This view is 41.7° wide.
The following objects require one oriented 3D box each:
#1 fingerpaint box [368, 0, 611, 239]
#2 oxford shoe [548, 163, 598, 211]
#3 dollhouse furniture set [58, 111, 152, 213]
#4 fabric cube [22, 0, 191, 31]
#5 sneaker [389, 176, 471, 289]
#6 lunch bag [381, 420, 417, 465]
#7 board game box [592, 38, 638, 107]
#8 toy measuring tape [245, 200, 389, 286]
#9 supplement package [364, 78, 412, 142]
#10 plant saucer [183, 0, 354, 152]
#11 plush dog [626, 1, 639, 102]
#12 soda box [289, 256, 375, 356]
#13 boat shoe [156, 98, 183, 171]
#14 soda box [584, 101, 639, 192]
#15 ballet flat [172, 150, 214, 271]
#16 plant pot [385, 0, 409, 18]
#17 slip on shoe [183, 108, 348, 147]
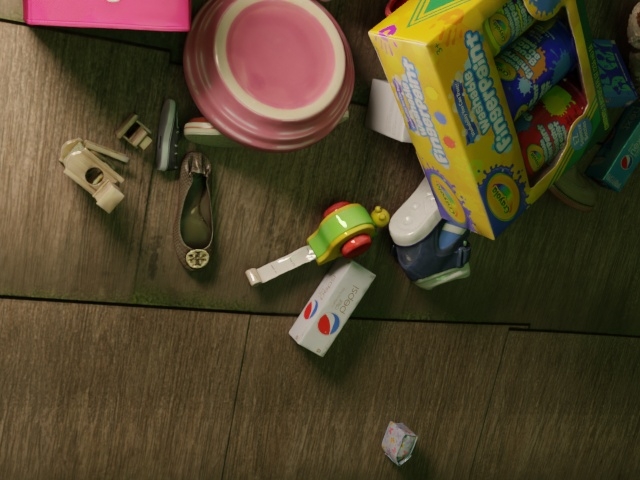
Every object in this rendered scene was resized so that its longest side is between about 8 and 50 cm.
[{"bbox_3d":[0.338,-0.290,1.574,0.371,0.163,0.444,-40,128,-18],"label":"fingerpaint box"},{"bbox_3d":[0.539,-0.192,1.889,0.130,0.123,0.348,-39,121,24],"label":"oxford shoe"},{"bbox_3d":[-0.377,-0.161,1.502,0.101,0.182,0.161,42,88,-28],"label":"dollhouse furniture set"},{"bbox_3d":[-0.353,-0.479,1.367,0.254,0.259,0.258,-2,106,-21],"label":"fabric cube"},{"bbox_3d":[0.301,-0.035,1.876,0.323,0.130,0.236,-43,132,-15],"label":"sneaker"},{"bbox_3d":[0.187,0.486,2.011,0.053,0.071,0.083,17,97,-30],"label":"lunch bag"},{"bbox_3d":[0.582,-0.370,1.862,0.210,0.047,0.160,-5,66,-21],"label":"board game box"},{"bbox_3d":[0.000,0.000,1.746,0.330,0.121,0.121,-23,114,-15],"label":"toy measuring tape"},{"bbox_3d":[0.177,-0.261,1.704,0.105,0.179,0.105,2,107,-23],"label":"supplement package"},{"bbox_3d":[-0.083,-0.331,1.555,0.332,0.084,0.332,3,81,-20],"label":"plant saucer"},{"bbox_3d":[0.761,-0.437,1.902,0.211,0.262,0.225,-10,102,25],"label":"plush dog"},{"bbox_3d":[0.024,0.139,1.832,0.074,0.069,0.216,32,92,-27],"label":"soda box"},{"bbox_3d":[-0.286,-0.200,1.607,0.040,0.049,0.142,0,113,-29],"label":"boat shoe"},{"bbox_3d":[0.727,-0.225,2.007,0.067,0.071,0.210,31,93,-27],"label":"soda box"},{"bbox_3d":[-0.245,-0.052,1.662,0.084,0.058,0.249,-2,107,-22],"label":"ballet flat"},{"bbox_3d":[0.244,-0.422,1.681,0.191,0.191,0.174,-34,126,-9],"label":"plant pot"},{"bbox_3d":[-0.108,-0.249,1.637,0.331,0.123,0.101,-15,87,-17],"label":"slip on shoe"}]
